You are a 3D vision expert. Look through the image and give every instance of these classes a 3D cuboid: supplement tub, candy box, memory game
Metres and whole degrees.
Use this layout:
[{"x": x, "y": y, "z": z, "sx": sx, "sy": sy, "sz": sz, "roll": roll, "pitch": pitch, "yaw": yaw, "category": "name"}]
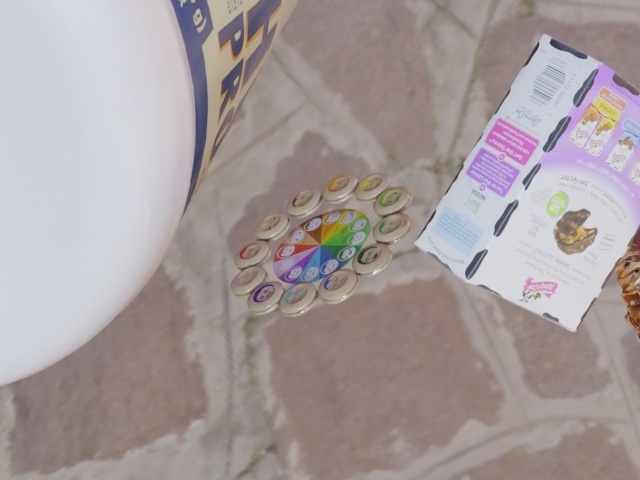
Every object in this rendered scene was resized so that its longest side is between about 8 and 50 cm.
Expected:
[{"x": -0.129, "y": -0.120, "z": 0.529, "sx": 0.235, "sy": 0.235, "sz": 0.325, "roll": 33, "pitch": 34, "yaw": -9, "category": "supplement tub"}, {"x": 0.193, "y": -0.041, "z": 1.061, "sx": 0.165, "sy": 0.070, "sz": 0.196, "roll": 24, "pitch": 100, "yaw": -45, "category": "candy box"}, {"x": 0.000, "y": 0.000, "z": 1.187, "sx": 0.186, "sy": 0.186, "sz": 0.012, "roll": -51, "pitch": 127, "yaw": -26, "category": "memory game"}]

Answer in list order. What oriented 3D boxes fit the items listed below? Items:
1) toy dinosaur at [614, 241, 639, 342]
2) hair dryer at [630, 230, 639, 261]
[{"x": 0.415, "y": 0.107, "z": 1.361, "sx": 0.218, "sy": 0.164, "sz": 0.322, "roll": -23, "pitch": 87, "yaw": -37, "category": "toy dinosaur"}, {"x": 0.504, "y": -0.019, "z": 1.683, "sx": 0.293, "sy": 0.223, "sz": 0.080, "roll": 34, "pitch": 32, "yaw": -18, "category": "hair dryer"}]
